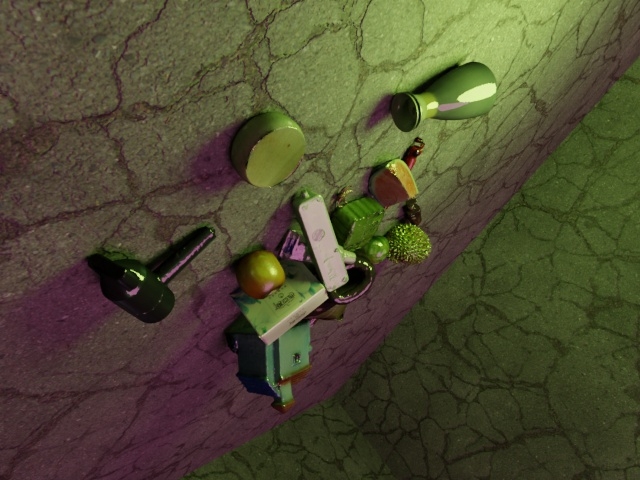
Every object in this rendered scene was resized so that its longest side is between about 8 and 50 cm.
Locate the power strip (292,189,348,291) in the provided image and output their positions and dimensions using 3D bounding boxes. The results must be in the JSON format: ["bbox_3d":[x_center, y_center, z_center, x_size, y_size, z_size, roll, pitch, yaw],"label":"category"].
[{"bbox_3d":[0.000,0.000,1.460,0.091,0.062,0.384,-29,124,-15],"label":"power strip"}]

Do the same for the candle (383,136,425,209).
[{"bbox_3d":[0.306,-0.242,1.703,0.051,0.048,0.329,-29,153,-44],"label":"candle"}]

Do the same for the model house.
[{"bbox_3d":[-0.175,0.494,1.752,0.252,0.328,0.295,-12,176,34],"label":"model house"}]

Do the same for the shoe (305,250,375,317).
[{"bbox_3d":[0.037,0.187,1.737,0.384,0.171,0.237,-32,-176,4],"label":"shoe"}]

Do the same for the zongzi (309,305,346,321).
[{"bbox_3d":[-0.008,0.224,1.903,0.318,0.154,0.289,0,124,-35],"label":"zongzi"}]

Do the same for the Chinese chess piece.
[{"bbox_3d":[-0.126,-0.219,1.087,0.189,0.083,0.188,-31,149,-20],"label":"Chinese chess piece"}]

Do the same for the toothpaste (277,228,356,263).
[{"bbox_3d":[-0.003,0.039,1.560,0.283,0.069,0.099,14,81,-25],"label":"toothpaste"}]

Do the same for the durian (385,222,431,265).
[{"bbox_3d":[0.412,0.021,2.085,0.177,0.199,0.237,-16,162,42],"label":"durian"}]

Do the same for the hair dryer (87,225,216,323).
[{"bbox_3d":[-0.394,0.047,1.113,0.302,0.116,0.244,-47,157,-18],"label":"hair dryer"}]

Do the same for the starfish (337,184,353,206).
[{"bbox_3d":[0.083,-0.156,1.543,0.078,0.028,0.091,-17,143,-52],"label":"starfish"}]

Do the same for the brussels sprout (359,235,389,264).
[{"bbox_3d":[0.240,0.047,1.984,0.155,0.118,0.155,-37,148,-28],"label":"brussels sprout"}]

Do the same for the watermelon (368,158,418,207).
[{"bbox_3d":[0.248,-0.209,1.625,0.146,0.128,0.231,-15,134,30],"label":"watermelon"}]

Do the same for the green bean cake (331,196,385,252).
[{"bbox_3d":[0.129,-0.054,1.669,0.201,0.113,0.214,-24,150,-36],"label":"green bean cake"}]

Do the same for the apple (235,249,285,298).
[{"bbox_3d":[-0.192,0.116,1.433,0.146,0.147,0.163,-34,155,-16],"label":"apple"}]

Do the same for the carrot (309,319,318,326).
[{"bbox_3d":[-0.106,0.418,2.133,0.342,0.070,0.070,-38,154,-6],"label":"carrot"}]

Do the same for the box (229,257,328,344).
[{"bbox_3d":[-0.144,0.197,1.565,0.274,0.203,0.116,-37,153,-11],"label":"box"}]

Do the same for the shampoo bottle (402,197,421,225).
[{"bbox_3d":[0.419,-0.131,2.017,0.068,0.067,0.236,-36,156,6],"label":"shampoo bottle"}]

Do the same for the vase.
[{"bbox_3d":[0.378,-0.433,1.382,0.321,0.173,0.173,-25,150,-25],"label":"vase"}]
